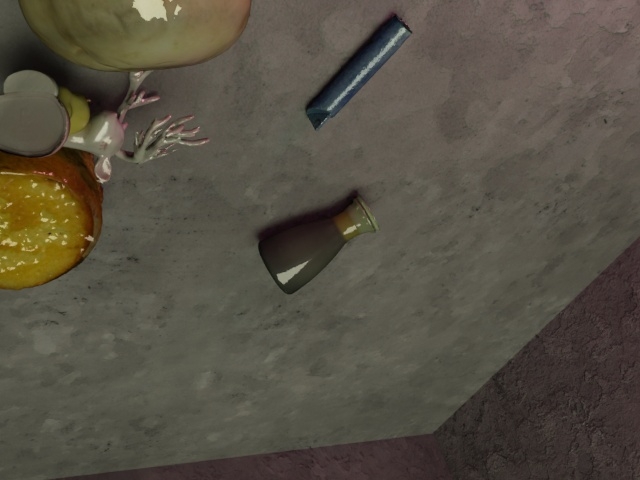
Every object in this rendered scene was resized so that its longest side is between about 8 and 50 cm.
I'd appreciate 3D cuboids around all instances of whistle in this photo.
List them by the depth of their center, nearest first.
[{"bbox_3d":[0.079,-0.370,1.338,0.062,0.062,0.304,23,124,-42],"label":"whistle"}]

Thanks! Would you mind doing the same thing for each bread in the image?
[{"bbox_3d":[-0.633,-0.074,1.229,0.398,0.215,0.398,-17,141,-15],"label":"bread"}]

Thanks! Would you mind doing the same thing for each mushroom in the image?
[{"bbox_3d":[-0.301,-0.403,0.926,0.325,0.353,0.353,-39,141,-4],"label":"mushroom"}]

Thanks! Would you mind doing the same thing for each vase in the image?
[{"bbox_3d":[0.000,0.000,1.663,0.321,0.173,0.173,-32,141,4],"label":"vase"}]

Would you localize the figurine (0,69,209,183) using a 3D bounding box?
[{"bbox_3d":[-0.396,-0.222,1.110,0.284,0.206,0.315,-27,176,19],"label":"figurine"}]
